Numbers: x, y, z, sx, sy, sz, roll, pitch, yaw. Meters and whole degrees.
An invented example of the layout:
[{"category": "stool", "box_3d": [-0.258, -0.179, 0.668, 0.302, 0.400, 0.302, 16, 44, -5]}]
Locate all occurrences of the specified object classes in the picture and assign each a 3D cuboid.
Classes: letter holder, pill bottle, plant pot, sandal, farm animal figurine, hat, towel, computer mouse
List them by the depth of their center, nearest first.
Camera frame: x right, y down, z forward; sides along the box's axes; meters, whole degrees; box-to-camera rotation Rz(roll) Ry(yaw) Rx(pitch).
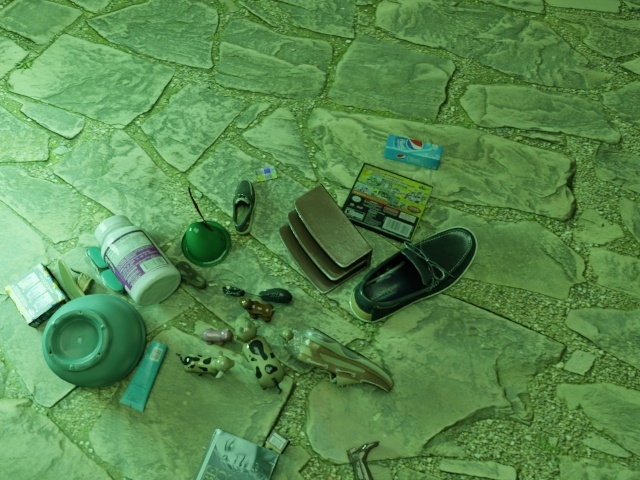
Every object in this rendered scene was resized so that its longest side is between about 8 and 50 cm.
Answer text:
[{"category": "plant pot", "box_3d": [-0.694, 0.297, 1.476, 0.293, 0.196, 0.292, 1, 78, -7]}, {"category": "farm animal figurine", "box_3d": [-0.227, 0.332, 1.503, 0.327, 0.172, 0.330, 38, 71, 16]}, {"category": "computer mouse", "box_3d": [-0.210, 0.168, 1.635, 0.242, 0.071, 0.041, 6, 104, 7]}, {"category": "pill bottle", "box_3d": [-0.614, 0.059, 1.636, 0.169, 0.169, 0.301, -38, 70, -16]}, {"category": "sandal", "box_3d": [-0.793, 0.159, 1.656, 0.079, 0.088, 0.240, -20, 70, -43]}, {"category": "hat", "box_3d": [-0.414, -0.034, 1.669, 0.208, 0.183, 0.173, 40, 72, 17]}, {"category": "letter holder", "box_3d": [0.000, 0.000, 1.670, 0.215, 0.152, 0.301, -32, 69, -11]}, {"category": "towel", "box_3d": [-0.207, -0.252, 1.864, 0.083, 0.009, 0.060, -11, 65, -5]}]

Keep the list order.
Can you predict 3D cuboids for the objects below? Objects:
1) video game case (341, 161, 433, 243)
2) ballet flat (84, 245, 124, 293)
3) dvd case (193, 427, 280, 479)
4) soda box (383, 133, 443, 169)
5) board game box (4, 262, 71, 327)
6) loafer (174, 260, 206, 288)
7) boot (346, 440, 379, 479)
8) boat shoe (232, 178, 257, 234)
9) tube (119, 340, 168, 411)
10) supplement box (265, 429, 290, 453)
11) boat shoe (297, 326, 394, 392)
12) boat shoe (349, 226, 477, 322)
[{"category": "video game case", "box_3d": [0.240, -0.138, 1.795, 0.275, 0.035, 0.248, 21, 67, 11]}, {"category": "ballet flat", "box_3d": [-0.731, 0.110, 1.673, 0.072, 0.068, 0.213, -19, 61, -48]}, {"category": "dvd case", "box_3d": [-0.242, 0.652, 1.405, 0.221, 0.018, 0.164, 11, 66, 25]}, {"category": "soda box", "box_3d": [0.350, -0.334, 1.864, 0.210, 0.071, 0.067, 14, 66, 7]}, {"category": "board game box", "box_3d": [-0.943, 0.182, 1.647, 0.141, 0.048, 0.170, -39, 71, -14]}, {"category": "loafer", "box_3d": [-0.441, 0.122, 1.673, 0.148, 0.050, 0.056, 35, 66, 32]}, {"category": "boot", "box_3d": [0.139, 0.650, 1.427, 0.107, 0.037, 0.114, -22, 63, 5]}, {"category": "boat shoe", "box_3d": [-0.275, -0.131, 1.773, 0.080, 0.073, 0.223, 1, 65, 1]}, {"category": "tube", "box_3d": [-0.545, 0.418, 1.538, 0.080, 0.052, 0.207, 17, 71, 13]}, {"category": "supplement box", "box_3d": [-0.122, 0.587, 1.433, 0.055, 0.083, 0.043, 31, 70, 13]}, {"category": "boat shoe", "box_3d": [0.071, 0.381, 1.485, 0.325, 0.123, 0.116, 32, 82, -10]}, {"category": "boat shoe", "box_3d": [0.320, 0.098, 1.621, 0.500, 0.156, 0.186, -29, 66, -14]}]
